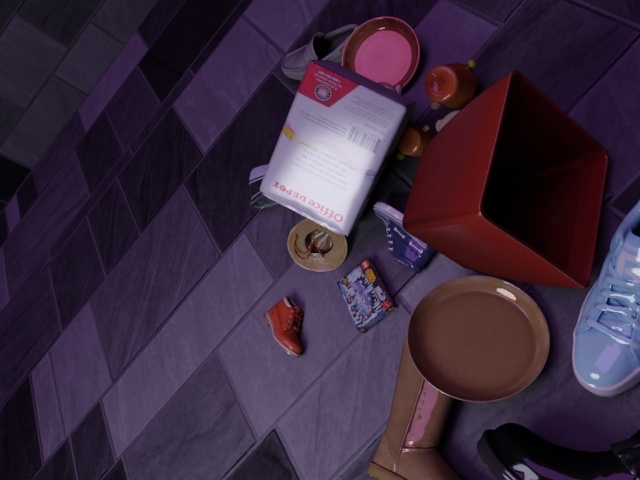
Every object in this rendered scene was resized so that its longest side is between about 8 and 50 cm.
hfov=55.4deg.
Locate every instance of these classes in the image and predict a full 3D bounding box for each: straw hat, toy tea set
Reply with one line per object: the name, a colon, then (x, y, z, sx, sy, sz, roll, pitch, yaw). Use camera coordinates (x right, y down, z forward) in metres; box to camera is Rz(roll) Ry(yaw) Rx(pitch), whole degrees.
straw hat: (0.000, 0.000, 1.413, 0.145, 0.144, 0.061, -31, 9, 26)
toy tea set: (0.214, -0.271, 1.359, 0.336, 0.124, 0.199, -6, 94, 36)

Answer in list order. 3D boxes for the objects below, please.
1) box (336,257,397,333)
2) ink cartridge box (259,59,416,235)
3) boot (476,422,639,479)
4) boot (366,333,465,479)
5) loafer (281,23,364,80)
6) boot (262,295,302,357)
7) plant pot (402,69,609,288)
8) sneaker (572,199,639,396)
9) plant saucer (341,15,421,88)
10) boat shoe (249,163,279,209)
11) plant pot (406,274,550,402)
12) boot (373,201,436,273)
box: (0.096, 0.115, 1.294, 0.094, 0.027, 0.137, -41, 47, 17)
ink cartridge box: (0.034, -0.200, 1.308, 0.226, 0.131, 0.306, 29, 115, 8)
boot: (0.417, 0.288, 0.838, 0.348, 0.131, 0.260, 30, 96, 35)
boot: (0.208, 0.308, 1.053, 0.236, 0.089, 0.269, 10, 72, 38)
loafer: (0.007, -0.513, 1.642, 0.320, 0.111, 0.111, -6, 65, 40)
boot: (-0.070, 0.193, 1.384, 0.084, 0.059, 0.158, -44, 45, 9)
plant pot: (0.299, -0.077, 1.051, 0.236, 0.267, 0.267, -16, 50, 55)
sneaker: (0.465, 0.052, 0.909, 0.135, 0.150, 0.365, 22, 84, 47)
plant saucer: (0.149, -0.442, 1.486, 0.200, 0.037, 0.199, -1, 88, 24)
boat shoe: (-0.056, -0.141, 1.521, 0.335, 0.121, 0.119, -12, 71, 48)
plant pot: (0.269, 0.169, 1.053, 0.237, 0.032, 0.236, -7, 55, 10)
boot: (0.160, -0.010, 1.272, 0.086, 0.069, 0.190, -54, 46, 1)
